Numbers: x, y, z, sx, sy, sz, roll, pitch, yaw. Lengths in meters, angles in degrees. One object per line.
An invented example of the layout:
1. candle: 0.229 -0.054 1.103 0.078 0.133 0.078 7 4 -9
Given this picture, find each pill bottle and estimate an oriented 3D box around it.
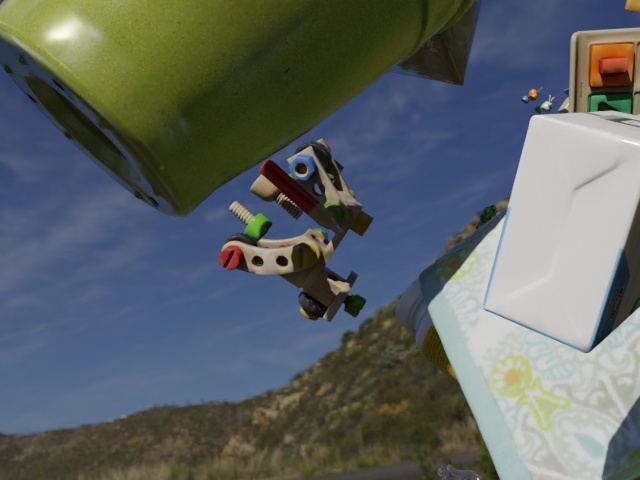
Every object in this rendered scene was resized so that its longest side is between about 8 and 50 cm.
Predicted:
1. pill bottle: 0.324 0.211 1.612 0.188 0.334 0.188 -33 -35 -28

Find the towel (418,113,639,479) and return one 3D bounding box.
1. towel: 0.277 0.077 0.723 0.320 0.374 0.090 -35 -49 16

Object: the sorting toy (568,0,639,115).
1. sorting toy: 0.479 -0.232 1.176 0.196 0.348 0.047 -3 16 2

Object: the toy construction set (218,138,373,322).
1. toy construction set: 0.000 0.000 1.165 0.257 0.237 0.309 -49 -3 -4

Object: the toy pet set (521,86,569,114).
1. toy pet set: 0.442 -0.249 1.379 0.122 0.065 0.114 36 -2 -5

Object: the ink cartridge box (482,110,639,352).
1. ink cartridge box: 0.164 -0.016 0.436 0.060 0.104 0.180 21 20 31

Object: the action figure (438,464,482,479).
1. action figure: 0.075 0.366 0.883 0.275 0.164 0.141 -24 24 -1

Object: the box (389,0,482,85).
1. box: 0.083 -0.393 1.239 0.312 0.179 0.343 14 3 15

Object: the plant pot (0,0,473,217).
1. plant pot: -0.102 -0.223 0.730 0.353 0.366 0.366 -49 -11 -14

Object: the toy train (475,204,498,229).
1. toy train: 0.284 -0.038 1.324 0.023 0.017 0.083 -16 -21 -8
